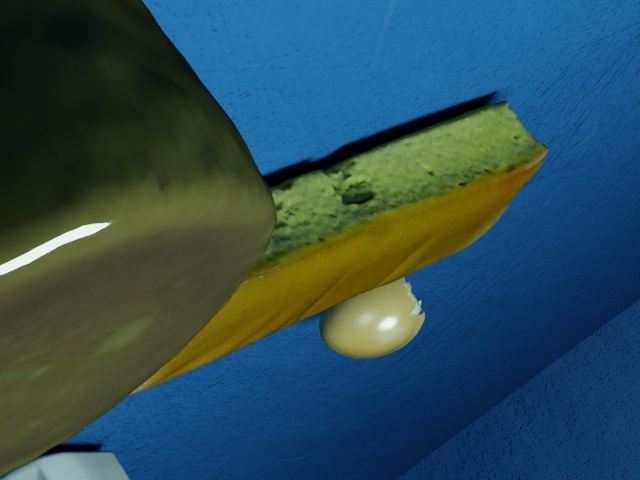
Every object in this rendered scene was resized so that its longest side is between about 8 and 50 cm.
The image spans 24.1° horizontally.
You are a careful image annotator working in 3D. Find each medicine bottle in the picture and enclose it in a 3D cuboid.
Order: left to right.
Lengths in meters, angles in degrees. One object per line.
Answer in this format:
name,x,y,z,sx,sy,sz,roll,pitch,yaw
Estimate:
medicine bottle,-0.228,0.237,1.334,0.119,0.069,0.183,-38,163,10

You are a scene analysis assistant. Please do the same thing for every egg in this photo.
egg,0.046,0.069,1.367,0.096,0.080,0.080,-36,164,-5

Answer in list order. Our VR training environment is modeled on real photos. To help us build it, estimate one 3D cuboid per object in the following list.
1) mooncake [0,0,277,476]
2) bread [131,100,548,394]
mooncake,-0.167,0.004,0.624,0.284,0.155,0.284,-33,166,-9
bread,0.001,0.000,1.085,0.361,0.077,0.138,-22,161,-37
